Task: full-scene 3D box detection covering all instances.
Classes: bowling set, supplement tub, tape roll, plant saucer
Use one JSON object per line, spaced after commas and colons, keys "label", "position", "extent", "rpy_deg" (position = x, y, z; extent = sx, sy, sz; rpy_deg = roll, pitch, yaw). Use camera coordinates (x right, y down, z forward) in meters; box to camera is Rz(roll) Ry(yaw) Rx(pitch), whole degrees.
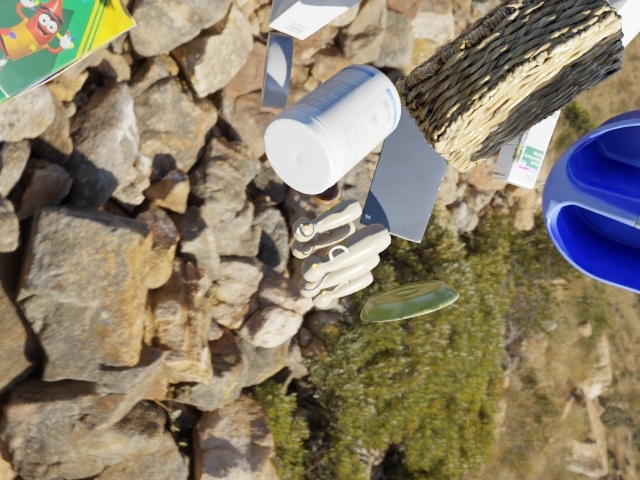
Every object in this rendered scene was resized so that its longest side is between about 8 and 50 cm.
{"label": "bowling set", "position": [0.000, 0.000, 1.020], "extent": [0.154, 0.287, 0.200], "rpy_deg": [-25, 70, -12]}
{"label": "supplement tub", "position": [0.012, -0.094, 0.469], "extent": [0.107, 0.071, 0.071], "rpy_deg": [-43, 106, -36]}
{"label": "tape roll", "position": [-0.132, -0.507, 1.709], "extent": [0.072, 0.219, 0.219], "rpy_deg": [5, 74, -9]}
{"label": "plant saucer", "position": [0.207, 0.138, 1.359], "extent": [0.241, 0.241, 0.037], "rpy_deg": [-19, 96, -39]}

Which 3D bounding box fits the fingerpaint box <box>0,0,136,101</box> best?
{"label": "fingerpaint box", "position": [-0.667, -0.375, 1.176], "extent": [0.163, 0.444, 0.371], "rpy_deg": [61, 38, -26]}

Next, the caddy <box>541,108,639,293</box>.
{"label": "caddy", "position": [0.483, -0.041, 0.767], "extent": [0.179, 0.341, 0.241], "rpy_deg": [-38, 140, -49]}

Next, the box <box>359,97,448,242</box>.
{"label": "box", "position": [0.257, -0.217, 1.586], "extent": [0.179, 0.343, 0.312], "rpy_deg": [18, 23, 7]}

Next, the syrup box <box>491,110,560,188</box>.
{"label": "syrup box", "position": [0.597, -0.279, 1.662], "extent": [0.093, 0.096, 0.237], "rpy_deg": [15, 97, -17]}

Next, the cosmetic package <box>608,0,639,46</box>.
{"label": "cosmetic package", "position": [0.754, -0.606, 1.493], "extent": [0.197, 0.365, 0.155], "rpy_deg": [-6, 55, -44]}

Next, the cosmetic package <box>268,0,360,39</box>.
{"label": "cosmetic package", "position": [0.035, -0.592, 1.093], "extent": [0.097, 0.377, 0.284], "rpy_deg": [13, 82, -29]}

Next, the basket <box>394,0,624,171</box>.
{"label": "basket", "position": [0.252, -0.285, 0.848], "extent": [0.213, 0.299, 0.223], "rpy_deg": [14, 47, -60]}
